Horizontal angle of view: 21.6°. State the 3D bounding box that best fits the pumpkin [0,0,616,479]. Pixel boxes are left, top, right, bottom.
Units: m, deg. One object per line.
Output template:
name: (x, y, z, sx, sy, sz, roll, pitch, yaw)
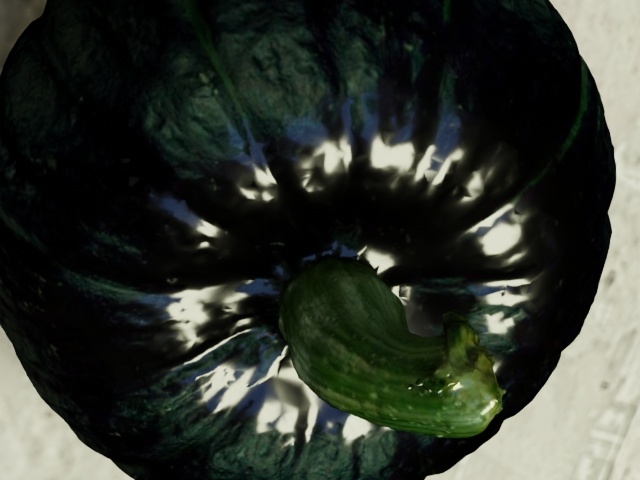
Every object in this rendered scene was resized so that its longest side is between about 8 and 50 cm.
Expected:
pumpkin: (0.000, 0.000, 0.616, 0.248, 0.248, 0.248, -8, 109, -23)
